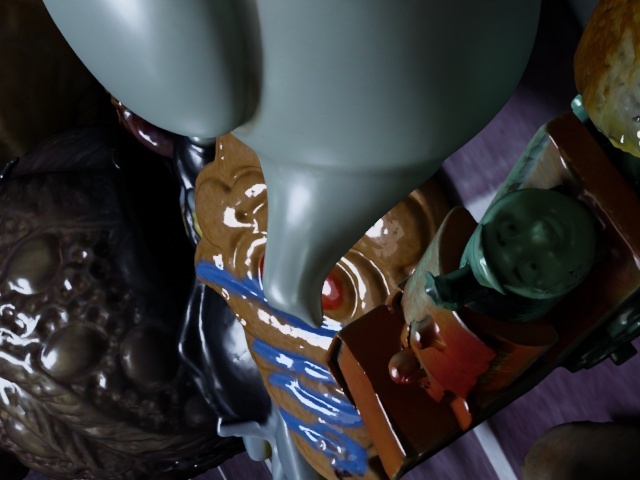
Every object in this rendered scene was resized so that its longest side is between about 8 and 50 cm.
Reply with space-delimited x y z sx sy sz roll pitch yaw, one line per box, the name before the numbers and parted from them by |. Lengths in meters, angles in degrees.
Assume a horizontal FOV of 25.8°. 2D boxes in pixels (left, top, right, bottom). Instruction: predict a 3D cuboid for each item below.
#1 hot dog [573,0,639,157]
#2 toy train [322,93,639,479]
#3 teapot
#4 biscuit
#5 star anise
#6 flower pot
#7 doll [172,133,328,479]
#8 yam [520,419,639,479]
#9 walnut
hot dog | 0.114 -0.050 0.306 0.061 0.078 0.169 23 169 -11
toy train | 0.068 0.016 0.460 0.074 0.118 0.176 56 165 12
teapot | -0.016 -0.126 0.429 0.220 0.149 0.318 55 163 18
biscuit | 0.000 0.000 0.686 0.183 0.043 0.280 7 117 39
star anise | -0.121 -0.114 0.933 0.168 0.057 0.168 52 160 28
flower pot | -0.207 0.079 1.011 0.266 0.267 0.267 -24 -90 -84
doll | -0.042 0.021 0.829 0.145 0.103 0.316 3 112 49
yam | 0.142 0.095 0.487 0.057 0.056 0.241 64 161 -7
walnut | -0.325 -0.133 1.131 0.306 0.306 0.344 59 157 11
